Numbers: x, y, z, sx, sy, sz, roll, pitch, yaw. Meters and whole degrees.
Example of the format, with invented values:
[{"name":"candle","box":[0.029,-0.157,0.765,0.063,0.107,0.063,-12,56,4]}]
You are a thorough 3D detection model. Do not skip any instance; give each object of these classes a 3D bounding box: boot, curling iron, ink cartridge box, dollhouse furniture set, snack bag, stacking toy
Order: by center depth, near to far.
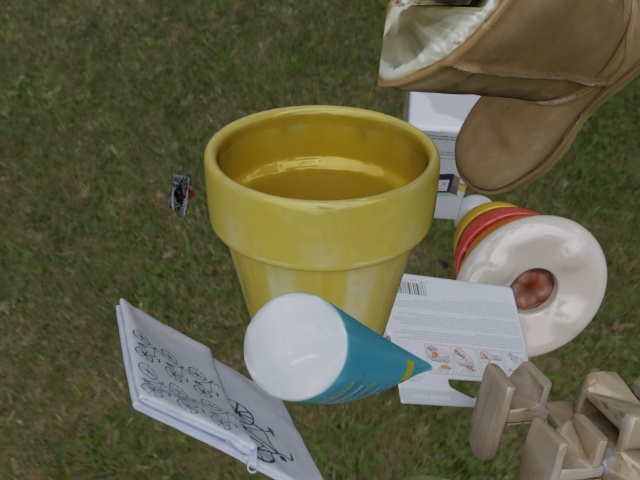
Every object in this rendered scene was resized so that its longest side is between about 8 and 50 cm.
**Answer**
[{"name":"boot","box":[0.126,-0.121,0.593,0.269,0.236,0.089,-8,55,-50]},{"name":"dollhouse furniture set","box":[0.451,0.372,1.126,0.362,0.256,0.394,1,23,-19]},{"name":"snack bag","box":[-0.142,0.229,1.162,0.342,0.323,0.037,35,94,-24]},{"name":"ink cartridge box","box":[0.222,0.178,1.344,0.275,0.060,0.239,8,56,-22]},{"name":"ink cartridge box","box":[0.198,-0.188,1.359,0.117,0.278,0.201,5,63,3]},{"name":"curling iron","box":[-0.237,-0.092,1.403,0.035,0.274,0.068,7,100,-6]},{"name":"stacking toy","box":[0.430,0.026,1.926,0.351,0.350,0.480,-14,26,-3]}]

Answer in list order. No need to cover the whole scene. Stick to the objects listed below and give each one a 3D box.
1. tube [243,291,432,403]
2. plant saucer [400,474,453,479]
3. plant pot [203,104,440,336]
[{"name":"tube","box":[0.014,0.075,0.476,0.080,0.207,0.052,-13,73,13]},{"name":"plant saucer","box":[0.201,0.384,1.098,0.241,0.241,0.037,21,59,11]},{"name":"plant pot","box":[0.000,0.000,0.919,0.254,0.239,0.254,1,32,-1]}]
